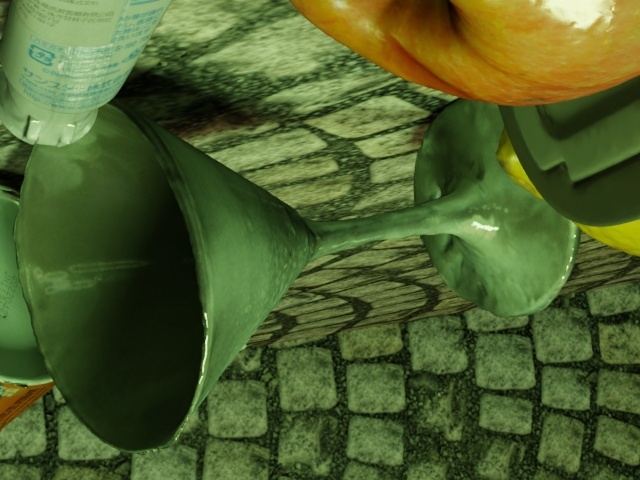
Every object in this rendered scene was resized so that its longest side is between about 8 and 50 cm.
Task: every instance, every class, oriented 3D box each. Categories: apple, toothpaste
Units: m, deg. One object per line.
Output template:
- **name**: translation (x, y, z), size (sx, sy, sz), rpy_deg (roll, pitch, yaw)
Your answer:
- **apple**: translation (0.067, -0.146, 0.556), size (0.164, 0.209, 0.209), rpy_deg (-51, -178, -18)
- **toothpaste**: translation (-0.116, -0.139, 0.782), size (0.114, 0.073, 0.299), rpy_deg (-7, 161, -25)

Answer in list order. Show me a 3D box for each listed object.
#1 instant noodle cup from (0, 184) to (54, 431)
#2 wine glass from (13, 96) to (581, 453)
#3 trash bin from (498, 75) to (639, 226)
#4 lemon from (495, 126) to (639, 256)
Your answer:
- **instant noodle cup**: translation (-0.303, 0.066, 1.232), size (0.230, 0.230, 0.182), rpy_deg (-1, 161, -47)
- **wine glass**: translation (0.000, 0.000, 1.180), size (0.406, 0.267, 0.267), rpy_deg (-9, 170, -35)
- **trash bin**: translation (0.234, -0.147, 0.737), size (0.250, 0.219, 0.220), rpy_deg (-14, 175, -27)
- **lemon**: translation (0.251, -0.100, 0.965), size (0.288, 0.233, 0.233), rpy_deg (-18, 169, 6)
